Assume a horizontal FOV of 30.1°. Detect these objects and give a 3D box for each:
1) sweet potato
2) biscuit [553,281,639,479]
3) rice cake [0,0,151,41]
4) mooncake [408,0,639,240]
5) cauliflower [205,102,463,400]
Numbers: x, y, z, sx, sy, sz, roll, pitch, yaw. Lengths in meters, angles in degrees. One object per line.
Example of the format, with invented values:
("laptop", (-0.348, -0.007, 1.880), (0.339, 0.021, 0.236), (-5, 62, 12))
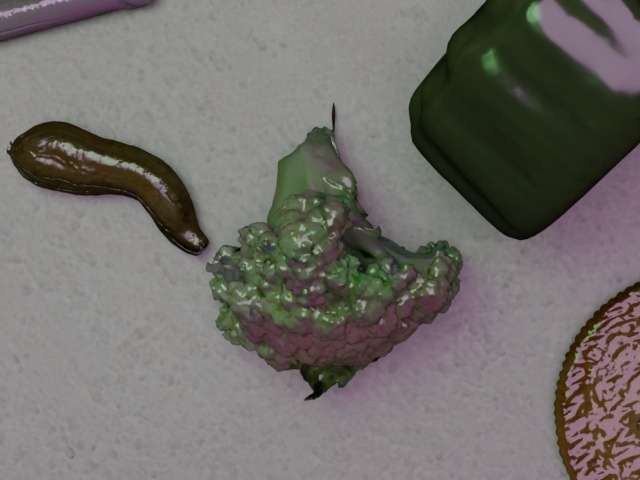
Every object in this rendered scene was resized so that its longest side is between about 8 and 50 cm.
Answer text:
("sweet potato", (-0.214, -0.064, 1.247), (0.233, 0.062, 0.081), (25, 107, 0))
("biscuit", (0.390, 0.178, 1.217), (0.305, 0.038, 0.305), (0, 89, 5))
("rice cake", (-0.300, -0.244, 1.255), (0.270, 0.049, 0.055), (-13, 103, 2))
("mooncake", (0.240, -0.171, 1.087), (0.187, 0.351, 0.351), (43, 93, 4))
("cauliflower", (0.000, 0.000, 1.181), (0.256, 0.239, 0.315), (-24, 66, 42))
